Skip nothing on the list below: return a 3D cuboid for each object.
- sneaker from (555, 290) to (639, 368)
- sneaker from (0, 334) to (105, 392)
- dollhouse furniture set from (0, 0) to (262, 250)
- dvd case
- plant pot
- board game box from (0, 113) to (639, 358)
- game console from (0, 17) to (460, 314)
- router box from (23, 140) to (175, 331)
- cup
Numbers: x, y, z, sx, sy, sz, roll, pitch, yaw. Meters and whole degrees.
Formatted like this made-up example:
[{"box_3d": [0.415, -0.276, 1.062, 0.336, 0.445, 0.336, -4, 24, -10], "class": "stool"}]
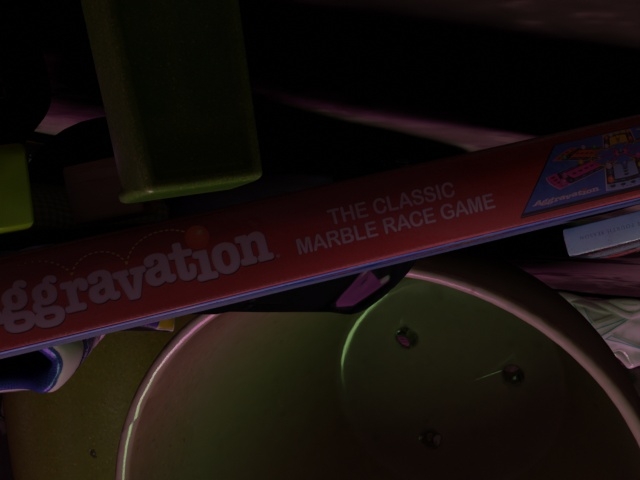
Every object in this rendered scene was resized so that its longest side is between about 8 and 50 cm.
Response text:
[{"box_3d": [0.207, 0.074, 1.209, 0.152, 0.061, 0.054, 6, 175, -6], "class": "sneaker"}, {"box_3d": [-0.292, 0.052, 0.973, 0.296, 0.112, 0.131, -5, -156, 7], "class": "sneaker"}, {"box_3d": [-0.074, -0.031, 0.404, 0.076, 0.058, 0.151, -9, 177, -31], "class": "dollhouse furniture set"}, {"box_3d": [0.150, -0.008, 0.585, 0.087, 0.013, 0.119, -15, 176, 19], "class": "dvd case"}, {"box_3d": [-0.137, 0.161, 1.171, 0.275, 0.293, 0.275, 4, 173, 0], "class": "plant pot"}, {"box_3d": [0.000, 0.000, 0.460, 0.281, 0.027, 0.145, -13, 179, -18], "class": "board game box"}, {"box_3d": [-0.104, -0.001, 0.538, 0.361, 0.044, 0.213, 3, 151, -38], "class": "game console"}, {"box_3d": [-0.248, -0.005, 0.727, 0.243, 0.081, 0.309, 10, 172, -36], "class": "router box"}, {"box_3d": [0.065, 0.133, 0.940, 0.331, 0.331, 0.237, 3, -161, 15], "class": "cup"}]
